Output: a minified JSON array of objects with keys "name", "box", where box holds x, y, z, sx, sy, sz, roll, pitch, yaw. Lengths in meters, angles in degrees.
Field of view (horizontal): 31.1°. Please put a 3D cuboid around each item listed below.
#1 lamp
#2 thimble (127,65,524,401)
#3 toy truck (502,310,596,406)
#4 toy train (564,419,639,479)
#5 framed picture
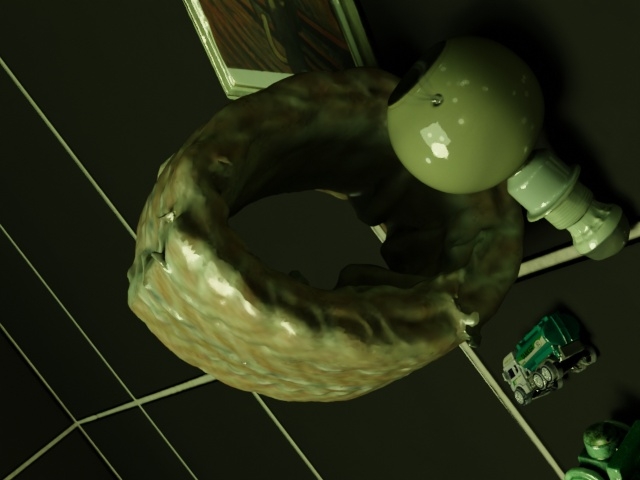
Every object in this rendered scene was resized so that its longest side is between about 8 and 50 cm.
[{"name":"lamp","box":[0.116,-0.047,0.670,0.163,0.091,0.091,37,156,-10]},{"name":"thimble","box":[0.004,-0.004,0.736,0.229,0.196,0.148,15,155,-17]},{"name":"toy truck","box":[0.158,0.083,0.810,0.044,0.039,0.083,62,157,17]},{"name":"toy train","box":[0.236,0.199,0.798,0.104,0.071,0.178,7,132,45]},{"name":"framed picture","box":[-0.060,-0.205,0.811,0.216,0.016,0.273,15,137,51]}]
